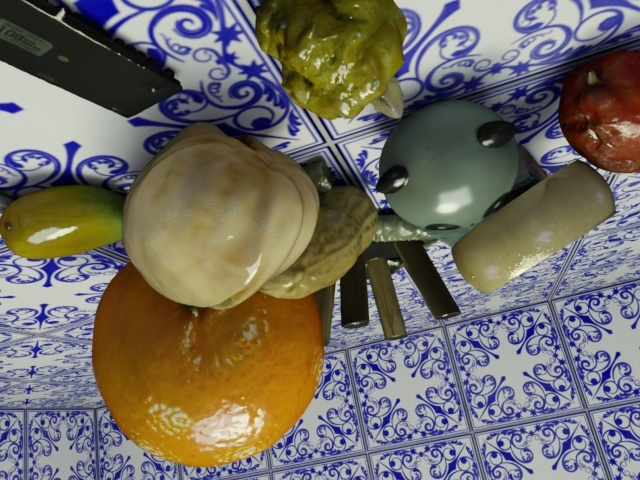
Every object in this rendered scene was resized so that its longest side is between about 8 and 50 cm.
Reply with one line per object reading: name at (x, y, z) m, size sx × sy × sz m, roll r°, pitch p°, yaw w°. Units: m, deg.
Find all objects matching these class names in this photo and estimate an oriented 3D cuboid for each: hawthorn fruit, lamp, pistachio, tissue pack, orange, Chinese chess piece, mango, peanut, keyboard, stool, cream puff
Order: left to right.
keyboard at (-0.272, -0.197, 0.503) m, size 0.106 × 0.027 × 0.317 m, roll -18°, pitch 159°, yaw 27°
mango at (-0.363, -0.027, 0.810) m, size 0.194 × 0.092 × 0.130 m, roll 0°, pitch 144°, yaw -48°
orange at (-0.193, 0.172, 0.971) m, size 0.423 × 0.424 × 0.326 m, roll -8°, pitch 154°, yaw -10°
pistachio at (-0.141, -0.031, 0.722) m, size 0.229 × 0.238 × 0.321 m, roll 15°, pitch 168°, yaw -40°
peanut at (0.000, 0.000, 0.902) m, size 0.146 × 0.147 × 0.305 m, roll -24°, pitch -167°, yaw 32°
cream puff at (0.004, -0.194, 0.524) m, size 0.116 × 0.146 × 0.146 m, roll 26°, pitch 142°, yaw -33°
stool at (0.118, 0.097, 1.220) m, size 0.310 × 0.226 × 0.310 m, roll -2°, pitch 161°, yaw -24°
lamp at (0.188, -0.101, 0.803) m, size 0.197 × 0.198 × 0.244 m, roll -17°, pitch 168°, yaw 16°
tissue pack at (0.337, -0.067, 1.074) m, size 0.227 × 0.103 × 0.315 m, roll -22°, pitch 157°, yaw 29°
Chinese chess piece at (0.322, -0.016, 0.838) m, size 0.250 × 0.097 × 0.251 m, roll -32°, pitch 167°, yaw -8°
hawthorn fruit at (0.415, -0.183, 0.752) m, size 0.178 × 0.174 × 0.173 m, roll 17°, pitch 157°, yaw -2°

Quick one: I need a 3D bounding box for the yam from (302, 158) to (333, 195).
yam at (-0.039, -0.086, 0.891) m, size 0.132 × 0.054 × 0.054 m, roll -21°, pitch 158°, yaw 26°

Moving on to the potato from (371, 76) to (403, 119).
potato at (0.074, -0.196, 0.693) m, size 0.037 × 0.036 × 0.093 m, roll 19°, pitch 166°, yaw 46°

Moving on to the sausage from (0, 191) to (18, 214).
sausage at (-0.458, -0.055, 0.778) m, size 0.029 × 0.030 × 0.223 m, roll -16°, pitch 159°, yaw 13°
